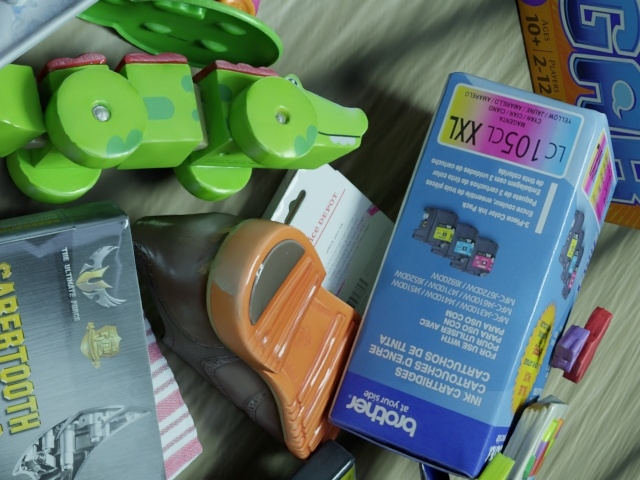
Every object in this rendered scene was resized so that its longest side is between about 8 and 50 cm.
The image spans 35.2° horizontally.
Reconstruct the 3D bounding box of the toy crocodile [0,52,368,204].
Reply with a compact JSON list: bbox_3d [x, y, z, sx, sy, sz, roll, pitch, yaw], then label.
[{"bbox_3d":[-0.115,-0.092,0.741,0.341,0.115,0.105,-2,77,-33],"label":"toy crocodile"}]

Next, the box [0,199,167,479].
[{"bbox_3d":[-0.215,0.101,0.722,0.183,0.056,0.231,-12,111,-21],"label":"box"}]

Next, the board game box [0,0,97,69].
[{"bbox_3d":[-0.212,-0.275,0.441,0.390,0.050,0.390,-37,97,-6],"label":"board game box"}]

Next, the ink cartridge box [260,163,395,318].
[{"bbox_3d":[0.000,0.000,0.929,0.181,0.062,0.104,40,74,-43],"label":"ink cartridge box"}]

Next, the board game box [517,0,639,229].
[{"bbox_3d":[0.478,-0.235,1.107,0.356,0.356,0.356,-38,126,-29],"label":"board game box"}]

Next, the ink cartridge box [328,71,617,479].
[{"bbox_3d":[0.150,0.075,0.976,0.395,0.151,0.270,-69,159,-2],"label":"ink cartridge box"}]

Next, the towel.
[{"bbox_3d":[-0.184,0.142,0.824,0.144,0.029,0.197,-35,122,-31],"label":"towel"}]

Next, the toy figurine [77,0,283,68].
[{"bbox_3d":[-0.099,-0.230,0.757,0.173,0.130,0.159,14,78,-21],"label":"toy figurine"}]

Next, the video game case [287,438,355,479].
[{"bbox_3d":[-0.064,0.340,0.927,0.275,0.035,0.248,-41,149,-26],"label":"video game case"}]

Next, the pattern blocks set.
[{"bbox_3d":[0.182,0.224,0.948,0.285,0.026,0.324,-11,125,-64],"label":"pattern blocks set"}]

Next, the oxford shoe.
[{"bbox_3d":[-0.052,0.084,0.876,0.130,0.133,0.363,-61,153,-27],"label":"oxford shoe"}]
